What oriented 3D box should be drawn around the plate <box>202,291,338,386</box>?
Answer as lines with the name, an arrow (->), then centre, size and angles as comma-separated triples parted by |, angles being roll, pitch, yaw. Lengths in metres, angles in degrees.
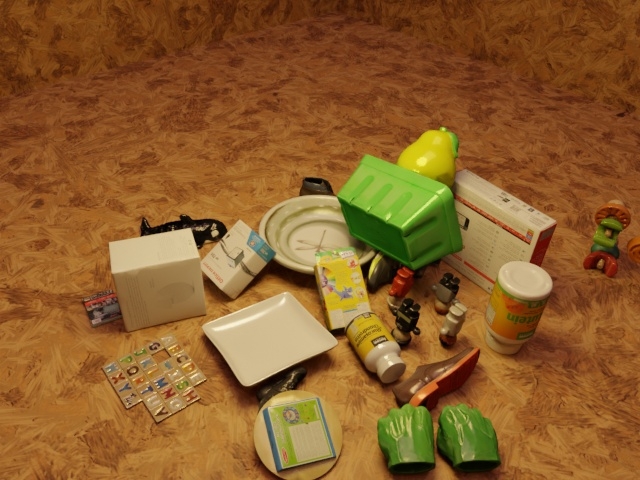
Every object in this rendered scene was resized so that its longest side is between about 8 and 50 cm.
plate -> -0.137, 0.264, 1.488 | 0.277, 0.045, 0.278 | -19, 35, -27

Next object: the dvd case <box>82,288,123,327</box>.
dvd case -> -0.622, 0.192, 1.593 | 0.087, 0.013, 0.119 | -19, 42, -25

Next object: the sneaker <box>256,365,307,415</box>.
sneaker -> -0.090, 0.382, 1.364 | 0.170, 0.051, 0.089 | -24, 46, -24

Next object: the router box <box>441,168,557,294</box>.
router box -> 0.507, -0.007, 1.689 | 0.082, 0.301, 0.335 | -24, 46, -30

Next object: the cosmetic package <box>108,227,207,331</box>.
cosmetic package -> -0.447, 0.108, 1.540 | 0.224, 0.224, 0.138 | -11, 41, -18

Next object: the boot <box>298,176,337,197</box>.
boot -> 0.027, -0.163, 2.006 | 0.219, 0.106, 0.082 | 8, 39, 7

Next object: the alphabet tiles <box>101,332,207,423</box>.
alphabet tiles -> -0.413, 0.349, 1.413 | 0.198, 0.009, 0.237 | -25, 46, -31

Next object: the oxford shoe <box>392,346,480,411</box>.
oxford shoe -> 0.300, 0.334, 1.416 | 0.271, 0.097, 0.098 | -25, 41, -31

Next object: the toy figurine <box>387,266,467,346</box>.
toy figurine -> 0.294, 0.193, 1.560 | 0.209, 0.148, 0.213 | 6, 36, -6

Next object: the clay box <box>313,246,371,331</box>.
clay box -> 0.060, 0.137, 1.587 | 0.127, 0.053, 0.222 | -9, 74, -15

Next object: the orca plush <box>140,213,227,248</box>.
orca plush -> -0.456, -0.058, 1.845 | 0.287, 0.102, 0.151 | 9, 39, 8

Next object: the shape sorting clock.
shape sorting clock -> -0.051, 0.444, 1.275 | 0.206, 0.040, 0.206 | 10, 51, -12

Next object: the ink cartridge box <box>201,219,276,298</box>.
ink cartridge box -> -0.249, 0.056, 1.664 | 0.191, 0.082, 0.139 | -47, 54, -7

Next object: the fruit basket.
fruit basket -> 0.280, -0.142, 1.652 | 0.391, 0.283, 0.392 | -13, 39, 11

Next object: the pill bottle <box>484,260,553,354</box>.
pill bottle -> 0.517, 0.188, 1.488 | 0.136, 0.246, 0.136 | 2, 39, -1

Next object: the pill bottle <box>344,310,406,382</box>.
pill bottle -> 0.146, 0.279, 1.463 | 0.103, 0.103, 0.184 | -14, 41, -21

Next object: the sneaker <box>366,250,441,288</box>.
sneaker -> 0.262, 0.072, 1.734 | 0.299, 0.111, 0.121 | -30, 53, -32

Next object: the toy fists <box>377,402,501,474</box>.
toy fists -> 0.266, 0.449, 1.270 | 0.278, 0.096, 0.142 | 1, 48, -5

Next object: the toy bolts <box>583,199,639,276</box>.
toy bolts -> 0.960, -0.002, 1.775 | 0.218, 0.229, 0.158 | 25, 53, 18

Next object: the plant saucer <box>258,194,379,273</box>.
plant saucer -> 0.000, 0.000, 1.806 | 0.399, 0.101, 0.401 | 2, 39, -2
